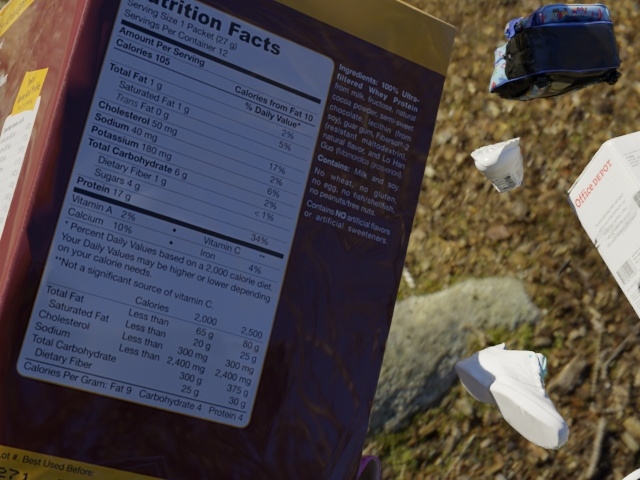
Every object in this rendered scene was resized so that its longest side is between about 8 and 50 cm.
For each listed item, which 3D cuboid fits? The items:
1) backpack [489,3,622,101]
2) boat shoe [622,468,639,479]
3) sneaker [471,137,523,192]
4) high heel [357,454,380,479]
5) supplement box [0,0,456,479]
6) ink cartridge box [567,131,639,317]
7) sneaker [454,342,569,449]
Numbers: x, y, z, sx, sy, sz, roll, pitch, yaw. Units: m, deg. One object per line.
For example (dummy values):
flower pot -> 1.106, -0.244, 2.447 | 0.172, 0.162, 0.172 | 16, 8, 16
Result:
backpack -> 0.327, -0.265, 1.558 | 0.158, 0.173, 0.117 | -6, 88, -20
boat shoe -> 0.370, 0.426, 1.327 | 0.116, 0.319, 0.099 | -1, 28, -36
sneaker -> 0.339, -0.135, 1.981 | 0.090, 0.235, 0.095 | -12, 92, 20
high heel -> 0.019, 0.319, 0.987 | 0.082, 0.117, 0.244 | 34, 37, -30
supplement box -> -0.071, 0.002, 0.413 | 0.129, 0.191, 0.194 | 19, 78, -26
ink cartridge box -> 0.570, -0.029, 1.864 | 0.114, 0.197, 0.273 | -19, 67, -21
sneaker -> 0.260, 0.184, 1.365 | 0.094, 0.080, 0.212 | -32, 30, -12
